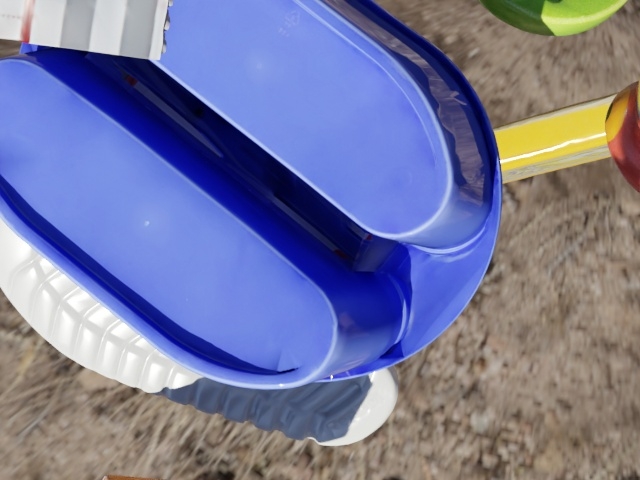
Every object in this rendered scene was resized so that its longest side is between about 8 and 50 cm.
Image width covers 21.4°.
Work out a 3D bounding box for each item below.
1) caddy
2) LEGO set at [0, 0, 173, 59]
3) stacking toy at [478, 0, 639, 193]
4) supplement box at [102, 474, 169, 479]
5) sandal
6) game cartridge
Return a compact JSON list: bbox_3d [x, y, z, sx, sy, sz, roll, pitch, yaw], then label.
[{"bbox_3d":[-0.052,-0.058,1.045,0.341,0.179,0.241,39,102,8],"label":"caddy"},{"bbox_3d":[-0.098,-0.186,0.465,0.192,0.331,0.255,7,104,-11],"label":"LEGO set"},{"bbox_3d":[0.241,-0.191,1.214,0.279,0.130,0.309,32,68,3],"label":"stacking toy"},{"bbox_3d":[-0.125,0.301,1.443,0.080,0.078,0.233,-61,42,20],"label":"supplement box"},{"bbox_3d":[-0.122,0.064,1.556,0.416,0.102,0.169,31,113,-14],"label":"sandal"},{"bbox_3d":[0.215,-0.092,1.771,0.323,0.285,0.053,-17,87,21],"label":"game cartridge"}]
